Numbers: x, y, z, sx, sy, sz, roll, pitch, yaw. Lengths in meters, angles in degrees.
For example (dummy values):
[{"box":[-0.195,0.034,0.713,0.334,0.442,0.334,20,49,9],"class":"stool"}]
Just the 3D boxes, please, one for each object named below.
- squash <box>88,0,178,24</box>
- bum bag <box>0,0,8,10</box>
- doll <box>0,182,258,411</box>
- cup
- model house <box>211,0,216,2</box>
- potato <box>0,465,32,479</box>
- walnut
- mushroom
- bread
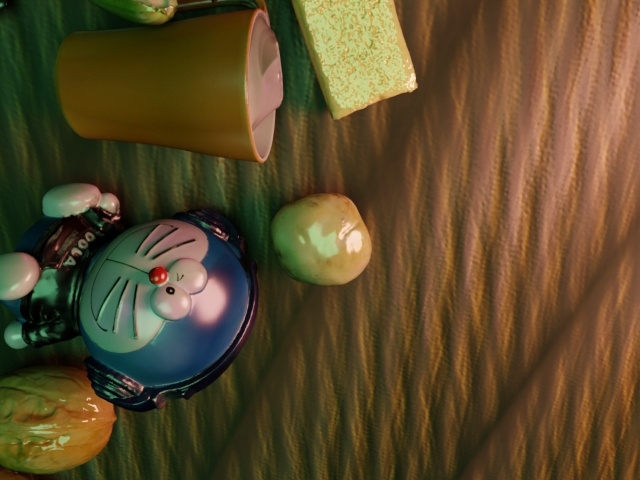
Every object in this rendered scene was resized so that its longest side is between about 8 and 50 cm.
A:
[{"box":[-0.254,-0.308,0.644,0.239,0.069,0.069,33,108,23],"class":"squash"},{"box":[-0.530,-0.297,0.686,0.310,0.074,0.137,-27,96,2],"class":"bum bag"},{"box":[-0.240,0.072,0.744,0.310,0.284,0.240,14,154,8],"class":"doll"},{"box":[-0.172,-0.212,0.693,0.264,0.182,0.226,2,76,5],"class":"cup"},{"box":[-0.080,-0.377,0.578,0.199,0.219,0.229,-29,67,-21],"class":"model house"},{"box":[-0.555,0.445,0.924,0.251,0.113,0.149,23,115,0],"class":"potato"},{"box":[-0.416,0.270,0.845,0.207,0.159,0.159,1,109,-1],"class":"walnut"},{"box":[0.000,0.000,0.783,0.148,0.112,0.148,0,108,1],"class":"mushroom"},{"box":[0.043,-0.266,0.716,0.126,0.068,0.188,-19,108,5],"class":"bread"}]
